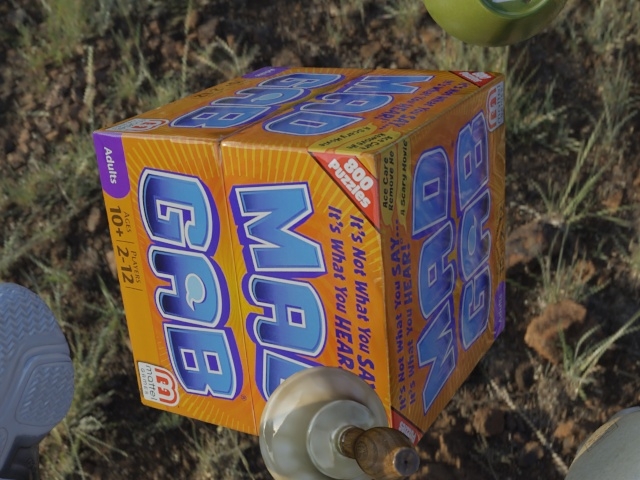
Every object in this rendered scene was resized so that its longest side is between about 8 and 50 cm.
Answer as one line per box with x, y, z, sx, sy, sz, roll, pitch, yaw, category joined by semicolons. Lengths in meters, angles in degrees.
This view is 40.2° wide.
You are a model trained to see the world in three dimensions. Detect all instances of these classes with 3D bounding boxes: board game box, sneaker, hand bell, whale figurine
0.000;0.000;1.076;0.356;0.356;0.356;8;25;29;board game box
-0.275;0.137;0.660;0.153;0.268;0.101;23;29;26;sneaker
0.029;0.166;0.708;0.126;0.242;0.126;2;82;-12;hand bell
0.319;0.243;0.838;0.216;0.272;0.141;-43;84;6;whale figurine

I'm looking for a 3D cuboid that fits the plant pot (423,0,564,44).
0.300;-0.436;1.411;0.275;0.274;0.293;-4;18;6;plant pot
